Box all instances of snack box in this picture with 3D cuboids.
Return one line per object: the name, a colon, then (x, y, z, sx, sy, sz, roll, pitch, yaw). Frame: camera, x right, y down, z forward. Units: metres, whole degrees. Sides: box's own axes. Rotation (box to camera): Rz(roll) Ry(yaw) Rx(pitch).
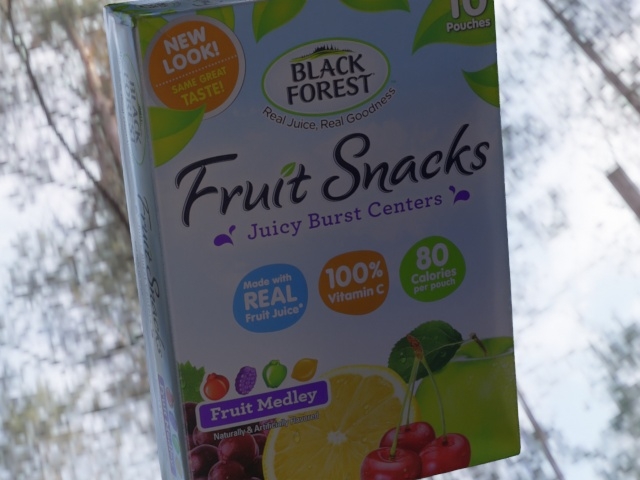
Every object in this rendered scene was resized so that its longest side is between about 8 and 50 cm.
snack box: (0.000, 0.000, 0.490, 0.100, 0.037, 0.141, -11, -73, -19)
